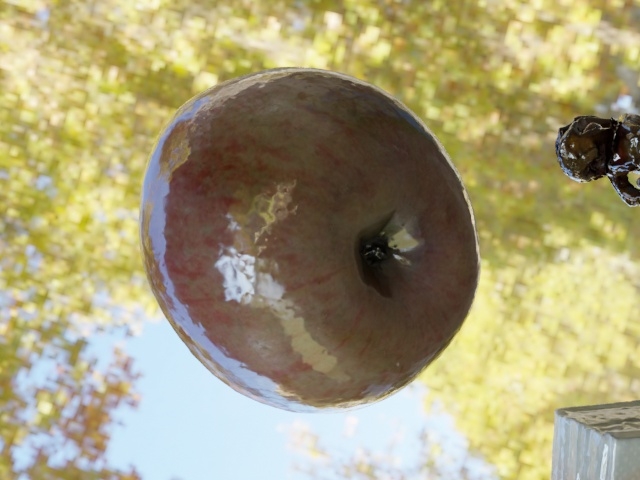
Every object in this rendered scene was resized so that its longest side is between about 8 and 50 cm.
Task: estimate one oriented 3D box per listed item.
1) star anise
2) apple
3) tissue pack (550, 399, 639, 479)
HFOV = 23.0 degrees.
[{"bbox_3d":[0.213,-0.058,1.106,0.191,0.097,0.070,-21,-70,-80],"label":"star anise"},{"bbox_3d":[0.000,0.000,1.500,0.345,0.269,0.344,11,-104,-52],"label":"apple"},{"bbox_3d":[0.218,0.262,0.985,0.170,0.071,0.325,-3,-79,-28],"label":"tissue pack"}]
